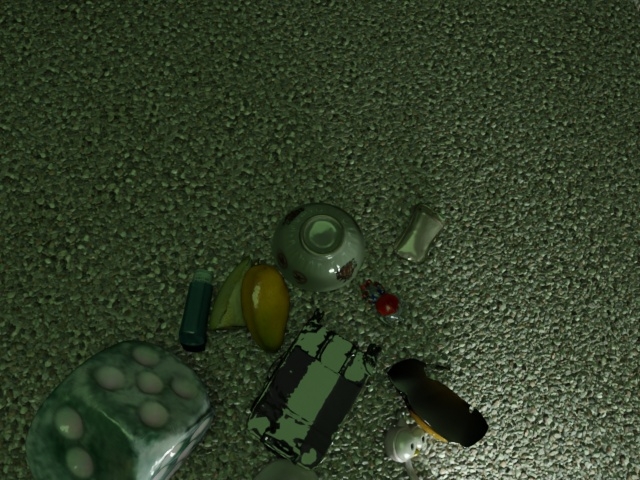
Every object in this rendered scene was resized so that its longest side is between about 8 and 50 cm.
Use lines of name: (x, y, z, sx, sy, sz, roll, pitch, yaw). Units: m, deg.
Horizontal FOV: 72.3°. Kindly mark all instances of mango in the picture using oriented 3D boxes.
mango: (-0.177, 0.213, 1.437, 0.177, 0.119, 0.316, -1, 84, -50)

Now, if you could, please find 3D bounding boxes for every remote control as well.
remote control: (-0.141, 0.809, 1.299, 0.332, 0.103, 0.221, -43, 76, -14)

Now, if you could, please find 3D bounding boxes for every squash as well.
squash: (-0.306, 0.168, 1.455, 0.093, 0.170, 0.251, -17, 73, 36)

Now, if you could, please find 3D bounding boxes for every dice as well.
dice: (-0.521, 0.503, 1.181, 0.348, 0.330, 0.327, 35, 106, 6)

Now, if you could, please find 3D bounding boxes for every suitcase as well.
suitcase: (-0.029, 0.457, 1.356, 0.283, 0.194, 0.433, 31, 75, 4)

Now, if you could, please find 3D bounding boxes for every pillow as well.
pillow: (0.364, -0.024, 1.601, 0.131, 0.038, 0.232, 32, 75, 1)

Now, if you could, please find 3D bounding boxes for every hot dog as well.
hot dog: (0.367, 0.522, 1.424, 0.194, 0.107, 0.326, -29, 70, -21)

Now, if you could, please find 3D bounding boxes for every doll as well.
doll: (0.221, 0.216, 1.515, 0.195, 0.062, 0.104, 43, 58, 15)
doll: (0.289, 0.716, 1.356, 0.160, 0.094, 0.364, -6, 79, -39)

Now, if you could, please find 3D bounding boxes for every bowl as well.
bowl: (0.000, 0.000, 1.504, 0.338, 0.157, 0.336, 1, 74, -4)

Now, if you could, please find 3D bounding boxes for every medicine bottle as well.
medicine bottle: (-0.404, 0.228, 1.441, 0.079, 0.124, 0.258, 3, 63, 0)
